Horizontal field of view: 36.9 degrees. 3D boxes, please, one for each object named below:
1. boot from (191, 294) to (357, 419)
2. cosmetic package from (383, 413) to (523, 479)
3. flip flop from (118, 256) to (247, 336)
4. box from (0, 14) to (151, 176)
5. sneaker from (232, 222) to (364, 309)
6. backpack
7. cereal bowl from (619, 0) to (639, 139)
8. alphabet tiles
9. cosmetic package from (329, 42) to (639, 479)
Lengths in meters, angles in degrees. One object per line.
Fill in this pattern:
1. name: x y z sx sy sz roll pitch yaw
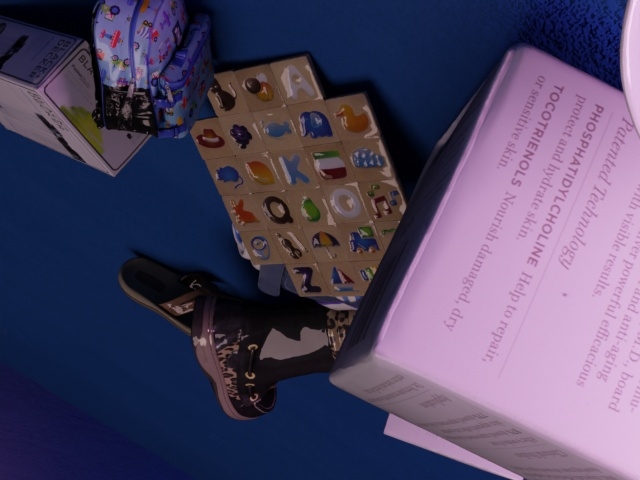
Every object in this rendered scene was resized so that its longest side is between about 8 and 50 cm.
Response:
1. boot: -0.043 0.200 1.643 0.284 0.138 0.377 -5 145 9
2. cosmetic package: 0.243 0.282 1.549 0.225 0.138 0.224 15 175 17
3. flip flop: -0.245 0.098 1.766 0.277 0.112 0.080 27 139 8
4. box: -0.368 -0.200 1.267 0.290 0.087 0.169 23 157 40
5. sneaker: 0.000 0.000 1.342 0.236 0.130 0.323 32 158 -22
6. backpack: -0.195 -0.224 1.103 0.117 0.158 0.173 12 139 8
7. cereal bowl: 0.395 -0.154 0.680 0.339 0.141 0.339 12 123 19
8. alphabet tiles: -0.021 -0.069 1.232 0.285 0.011 0.342 -4 121 37
9. cosmetic package: 0.263 0.074 0.984 0.394 0.327 0.329 26 166 -1
